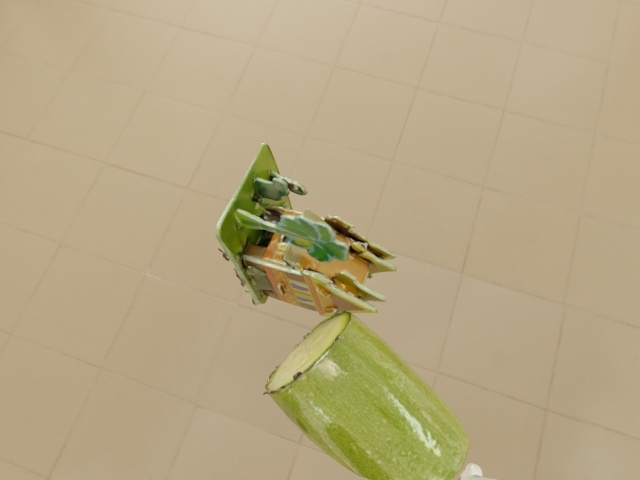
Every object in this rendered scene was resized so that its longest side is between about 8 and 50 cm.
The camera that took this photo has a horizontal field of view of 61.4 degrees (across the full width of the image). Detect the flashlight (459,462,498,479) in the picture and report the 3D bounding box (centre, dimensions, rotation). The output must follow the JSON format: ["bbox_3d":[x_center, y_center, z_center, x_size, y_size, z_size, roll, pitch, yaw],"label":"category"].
[{"bbox_3d":[0.365,0.560,1.213,0.047,0.200,0.093,18,73,-1],"label":"flashlight"}]

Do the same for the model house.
[{"bbox_3d":[0.000,0.000,1.104,0.312,0.358,0.243,12,60,18],"label":"model house"}]

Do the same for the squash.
[{"bbox_3d":[0.066,0.253,0.810,0.260,0.189,0.189,46,75,-6],"label":"squash"}]
